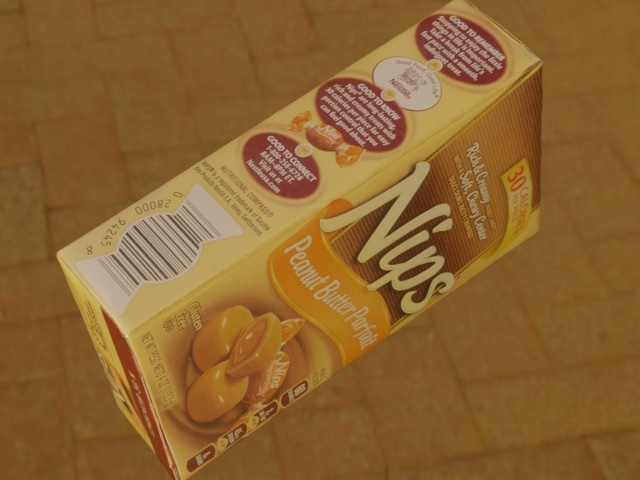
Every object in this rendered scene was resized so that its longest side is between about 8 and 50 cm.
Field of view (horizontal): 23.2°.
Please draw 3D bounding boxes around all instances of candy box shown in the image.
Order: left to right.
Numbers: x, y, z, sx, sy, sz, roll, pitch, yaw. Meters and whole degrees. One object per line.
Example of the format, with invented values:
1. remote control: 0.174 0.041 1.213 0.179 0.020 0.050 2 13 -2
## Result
1. candy box: 0.000 0.000 1.012 0.316 0.183 0.087 -33 57 -16
